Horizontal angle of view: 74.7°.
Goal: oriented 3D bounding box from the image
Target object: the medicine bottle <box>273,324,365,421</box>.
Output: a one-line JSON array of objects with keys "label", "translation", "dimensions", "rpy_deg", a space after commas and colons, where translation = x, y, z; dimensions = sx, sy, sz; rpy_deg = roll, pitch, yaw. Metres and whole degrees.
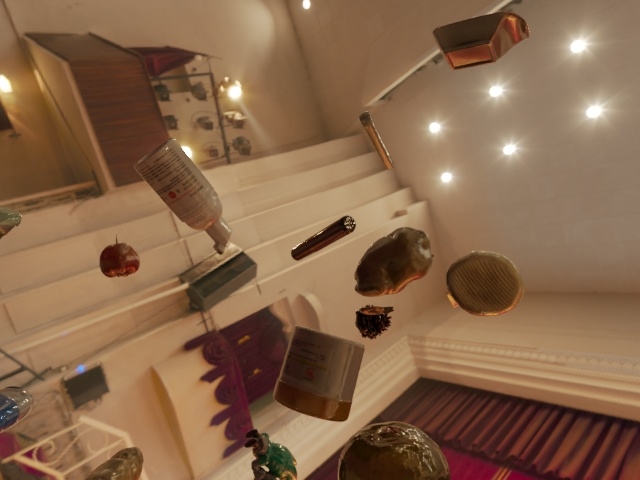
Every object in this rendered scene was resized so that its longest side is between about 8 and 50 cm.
[{"label": "medicine bottle", "translation": [-0.003, 0.400, 1.284], "dimensions": [0.237, 0.237, 0.232], "rpy_deg": [0, -110, 50]}]

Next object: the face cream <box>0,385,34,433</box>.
[{"label": "face cream", "translation": [-0.649, 0.337, 0.759], "dimensions": [0.148, 0.264, 0.083], "rpy_deg": [-3, -90, 11]}]

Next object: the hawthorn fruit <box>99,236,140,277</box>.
[{"label": "hawthorn fruit", "translation": [-0.681, 0.066, 1.419], "dimensions": [0.140, 0.125, 0.125], "rpy_deg": [49, -40, 37]}]

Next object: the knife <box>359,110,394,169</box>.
[{"label": "knife", "translation": [0.117, -0.208, 0.874], "dimensions": [0.023, 0.162, 0.044], "rpy_deg": [-27, -125, 13]}]

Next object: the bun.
[{"label": "bun", "translation": [0.500, 0.127, 1.279], "dimensions": [0.222, 0.127, 0.223], "rpy_deg": [5, -79, 29]}]

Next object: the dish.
[{"label": "dish", "translation": [0.429, -0.524, 1.123], "dimensions": [0.234, 0.154, 0.064], "rpy_deg": [0, -101, 34]}]

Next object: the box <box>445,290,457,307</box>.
[{"label": "box", "translation": [0.457, 0.187, 1.401], "dimensions": [0.093, 0.058, 0.015], "rpy_deg": [51, 20, -41]}]

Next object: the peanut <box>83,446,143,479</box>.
[{"label": "peanut", "translation": [-0.420, 0.488, 0.845], "dimensions": [0.085, 0.104, 0.228], "rpy_deg": [26, -13, 0]}]

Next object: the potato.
[{"label": "potato", "translation": [0.274, 0.089, 1.609], "dimensions": [0.218, 0.350, 0.202], "rpy_deg": [55, -7, 17]}]

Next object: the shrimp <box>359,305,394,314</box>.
[{"label": "shrimp", "translation": [0.177, 0.219, 1.327], "dimensions": [0.108, 0.059, 0.023], "rpy_deg": [-8, -117, 16]}]

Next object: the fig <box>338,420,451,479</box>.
[{"label": "fig", "translation": [0.209, 0.711, 1.204], "dimensions": [0.343, 0.343, 0.344], "rpy_deg": [26, -54, 40]}]

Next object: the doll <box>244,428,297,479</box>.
[{"label": "doll", "translation": [-0.185, 0.755, 1.463], "dimensions": [0.153, 0.195, 0.259], "rpy_deg": [-26, -88, 14]}]

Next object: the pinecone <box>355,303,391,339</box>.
[{"label": "pinecone", "translation": [0.236, 0.363, 1.879], "dimensions": [0.173, 0.173, 0.174], "rpy_deg": [26, -54, 40]}]

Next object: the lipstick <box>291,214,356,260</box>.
[{"label": "lipstick", "translation": [0.000, 0.000, 1.344], "dimensions": [0.356, 0.057, 0.057], "rpy_deg": [-32, -97, 58]}]

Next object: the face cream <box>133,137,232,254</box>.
[{"label": "face cream", "translation": [-0.392, -0.123, 1.299], "dimensions": [0.145, 0.145, 0.370], "rpy_deg": [1, -47, 49]}]

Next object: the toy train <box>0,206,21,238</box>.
[{"label": "toy train", "translation": [-0.750, 0.042, 0.748], "dimensions": [0.086, 0.406, 0.088], "rpy_deg": [48, -11, 43]}]
